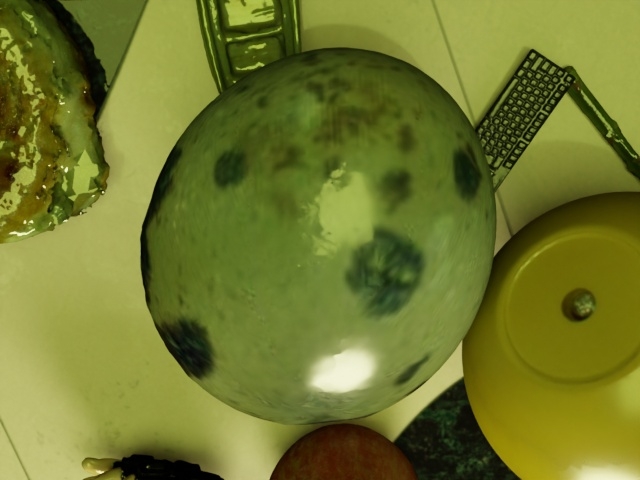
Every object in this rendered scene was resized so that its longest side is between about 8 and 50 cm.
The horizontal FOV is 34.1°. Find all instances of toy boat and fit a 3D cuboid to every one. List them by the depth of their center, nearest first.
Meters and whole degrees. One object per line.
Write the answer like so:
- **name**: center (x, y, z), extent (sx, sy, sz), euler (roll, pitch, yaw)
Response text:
- **toy boat**: center (-0.080, -0.271, 1.124), extent (0.111, 0.084, 0.276), euler (-9, 107, 0)

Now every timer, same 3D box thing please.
- **timer**: center (0.341, 0.132, 1.112), extent (0.376, 0.376, 0.387), euler (-44, 143, 10)

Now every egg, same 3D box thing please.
- **egg**: center (0.000, 0.000, 1.027), extent (0.345, 0.428, 0.345), euler (8, 61, -16)

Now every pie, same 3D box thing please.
- **pie**: center (-0.407, -0.136, 1.151), extent (0.355, 0.103, 0.288), euler (9, 98, 1)

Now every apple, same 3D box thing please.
- **apple**: center (0.027, 0.316, 1.221), extent (0.188, 0.174, 0.188), euler (0, 107, 0)

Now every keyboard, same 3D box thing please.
- **keyboard**: center (0.204, -0.115, 1.181), extent (0.061, 0.013, 0.204), euler (34, 107, 0)

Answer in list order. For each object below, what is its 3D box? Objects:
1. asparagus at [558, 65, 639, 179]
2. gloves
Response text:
- **asparagus**: center (0.352, -0.100, 1.187), extent (0.024, 0.025, 0.248), euler (-44, 99, -14)
- **gloves**: center (-0.192, 0.312, 1.249), extent (0.203, 0.124, 0.164), euler (41, 122, -2)
